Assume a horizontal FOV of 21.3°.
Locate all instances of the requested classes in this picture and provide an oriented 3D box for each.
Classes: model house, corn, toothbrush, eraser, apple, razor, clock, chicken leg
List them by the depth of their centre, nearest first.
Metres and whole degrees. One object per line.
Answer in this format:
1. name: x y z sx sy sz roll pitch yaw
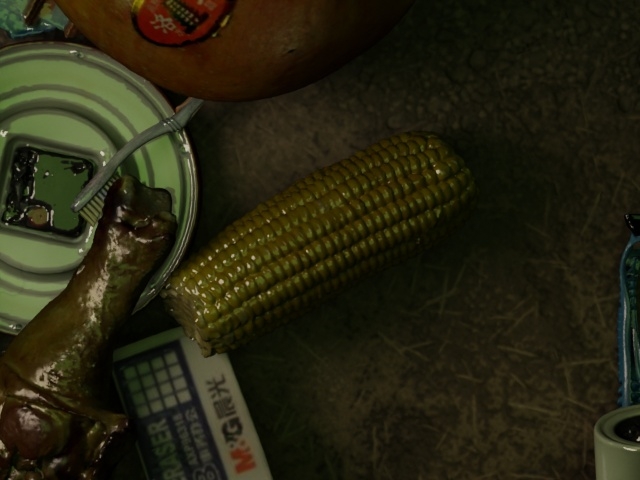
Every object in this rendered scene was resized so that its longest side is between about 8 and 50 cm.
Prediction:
1. apple: -0.091 -0.324 1.658 0.400 0.333 0.400 11 60 -21
2. chicken leg: -0.239 0.129 1.683 0.211 0.140 0.361 49 115 35
3. corn: 0.000 0.000 1.747 0.344 0.131 0.131 -30 92 -17
4. eraser: -0.119 0.230 1.755 0.124 0.081 0.279 -20 73 -4
5. model house: -0.300 -0.266 1.766 0.148 0.119 0.148 29 87 -10
6. toothbrush: -0.123 -0.155 1.774 0.037 0.028 0.375 47 73 -14
7. clock: -0.283 -0.052 1.782 0.318 0.080 0.319 0 90 -3
8. razor: 0.341 0.097 1.839 0.082 0.042 0.253 0 93 -44

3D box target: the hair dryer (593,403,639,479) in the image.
1. hair dryer: 0.237 0.289 1.796 0.362 0.128 0.203 -3 106 9
